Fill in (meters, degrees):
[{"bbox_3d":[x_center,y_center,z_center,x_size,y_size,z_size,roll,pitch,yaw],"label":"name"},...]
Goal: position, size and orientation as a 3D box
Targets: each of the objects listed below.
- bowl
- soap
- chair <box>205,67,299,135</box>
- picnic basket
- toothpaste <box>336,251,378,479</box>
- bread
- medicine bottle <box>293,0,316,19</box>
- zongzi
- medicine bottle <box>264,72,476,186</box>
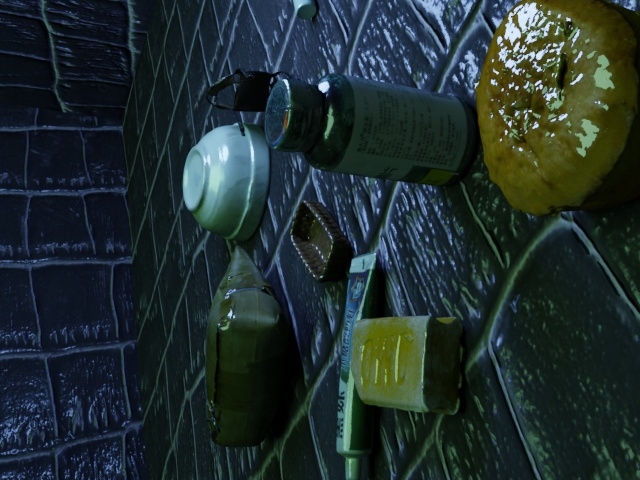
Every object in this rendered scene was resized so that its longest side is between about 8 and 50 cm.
[{"bbox_3d":[-0.250,-0.154,1.994,0.307,0.163,0.306,-13,75,61],"label":"bowl"},{"bbox_3d":[0.127,0.188,1.202,0.232,0.073,0.140,164,114,-65],"label":"soap"},{"bbox_3d":[-0.165,-0.340,1.843,0.213,0.174,0.149,36,122,49],"label":"chair"},{"bbox_3d":[0.000,0.000,1.535,0.193,0.055,0.110,-122,45,-53],"label":"picnic basket"},{"bbox_3d":[0.065,0.215,1.344,0.099,0.061,0.391,160,114,-66],"label":"toothpaste"},{"bbox_3d":[0.279,-0.143,0.866,0.268,0.146,0.268,-177,90,-69],"label":"bread"},{"bbox_3d":[-0.037,-0.535,1.734,0.047,0.047,0.083,127,142,-49],"label":"medicine bottle"},{"bbox_3d":[-0.180,0.242,1.765,0.393,0.174,0.355,-117,33,-64],"label":"zongzi"},{"bbox_3d":[0.070,-0.162,1.132,0.141,0.293,0.141,-174,90,-65],"label":"medicine bottle"}]
